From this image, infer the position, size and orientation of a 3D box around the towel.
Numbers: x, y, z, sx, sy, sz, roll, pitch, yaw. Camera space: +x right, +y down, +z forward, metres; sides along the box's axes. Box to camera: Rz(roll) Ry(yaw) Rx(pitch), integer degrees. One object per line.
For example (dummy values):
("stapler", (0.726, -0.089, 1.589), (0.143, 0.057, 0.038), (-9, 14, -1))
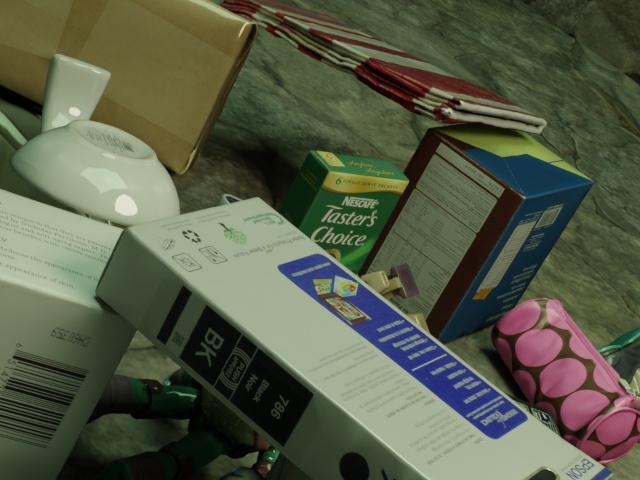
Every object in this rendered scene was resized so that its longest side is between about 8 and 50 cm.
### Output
("towel", (0.069, -0.196, 1.634), (0.329, 0.037, 0.237), (30, 15, 29))

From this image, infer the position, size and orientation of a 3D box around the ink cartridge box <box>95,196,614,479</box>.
("ink cartridge box", (0.022, 0.096, 0.967), (0.332, 0.065, 0.165), (37, 25, 21))

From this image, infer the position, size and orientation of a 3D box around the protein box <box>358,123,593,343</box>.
("protein box", (0.169, -0.013, 1.630), (0.136, 0.201, 0.200), (39, 25, 21))

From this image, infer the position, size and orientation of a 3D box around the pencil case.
("pencil case", (0.267, 0.145, 1.559), (0.095, 0.098, 0.209), (12, 29, -35))

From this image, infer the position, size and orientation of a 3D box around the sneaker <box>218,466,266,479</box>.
("sneaker", (-0.073, 0.285, 0.844), (0.139, 0.125, 0.341), (32, 42, -12))

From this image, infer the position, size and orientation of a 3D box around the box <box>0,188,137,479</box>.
("box", (-0.246, 0.066, 1.023), (0.182, 0.181, 0.119), (19, 25, -25))

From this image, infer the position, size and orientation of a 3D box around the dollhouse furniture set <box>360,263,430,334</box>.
("dollhouse furniture set", (0.061, 0.093, 1.503), (0.091, 0.081, 0.114), (-9, 77, -67))

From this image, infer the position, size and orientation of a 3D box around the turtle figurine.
("turtle figurine", (-0.077, 0.148, 1.144), (0.234, 0.118, 0.175), (2, 36, -41))

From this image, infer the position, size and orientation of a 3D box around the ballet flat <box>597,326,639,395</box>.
("ballet flat", (0.355, 0.150, 1.701), (0.074, 0.074, 0.203), (38, 19, 17))

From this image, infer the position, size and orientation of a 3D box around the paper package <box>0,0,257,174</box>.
("paper package", (-0.244, -0.214, 1.502), (0.325, 0.168, 0.309), (26, 3, -5))

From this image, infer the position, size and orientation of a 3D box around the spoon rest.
("spoon rest", (-0.190, -0.068, 1.184), (0.137, 0.084, 0.276), (17, 19, -22))

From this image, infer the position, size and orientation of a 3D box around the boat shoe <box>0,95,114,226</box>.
("boat shoe", (-0.246, -0.042, 1.331), (0.091, 0.109, 0.305), (0, 33, -41))

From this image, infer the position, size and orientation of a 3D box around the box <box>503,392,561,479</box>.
("box", (0.155, 0.200, 1.388), (0.184, 0.045, 0.191), (25, 23, -16))

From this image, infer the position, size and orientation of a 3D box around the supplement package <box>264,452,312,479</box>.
("supplement package", (0.000, 0.209, 1.021), (0.105, 0.179, 0.105), (29, 24, -2))

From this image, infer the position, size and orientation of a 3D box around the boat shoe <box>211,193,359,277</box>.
("boat shoe", (-0.034, 0.003, 1.539), (0.184, 0.063, 0.066), (25, 24, -10))

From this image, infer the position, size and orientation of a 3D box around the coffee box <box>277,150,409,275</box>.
("coffee box", (0.000, 0.000, 1.433), (0.113, 0.184, 0.040), (6, 32, -43))
